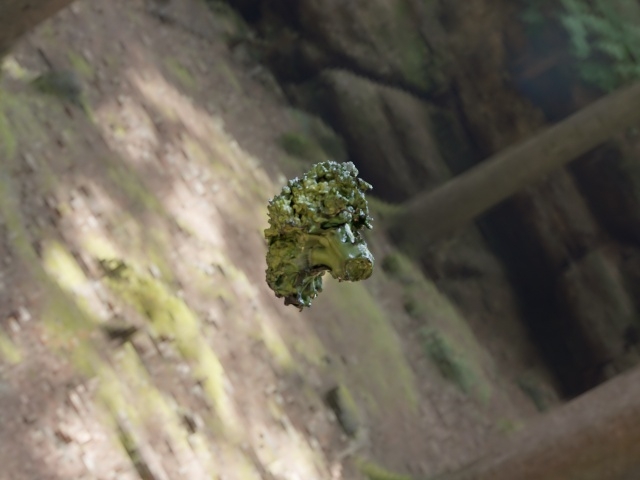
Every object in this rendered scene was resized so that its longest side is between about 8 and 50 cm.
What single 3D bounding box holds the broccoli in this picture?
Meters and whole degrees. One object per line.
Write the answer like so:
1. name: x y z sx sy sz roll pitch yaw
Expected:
1. broccoli: 0.000 0.000 1.093 0.092 0.097 0.095 51 -7 41
